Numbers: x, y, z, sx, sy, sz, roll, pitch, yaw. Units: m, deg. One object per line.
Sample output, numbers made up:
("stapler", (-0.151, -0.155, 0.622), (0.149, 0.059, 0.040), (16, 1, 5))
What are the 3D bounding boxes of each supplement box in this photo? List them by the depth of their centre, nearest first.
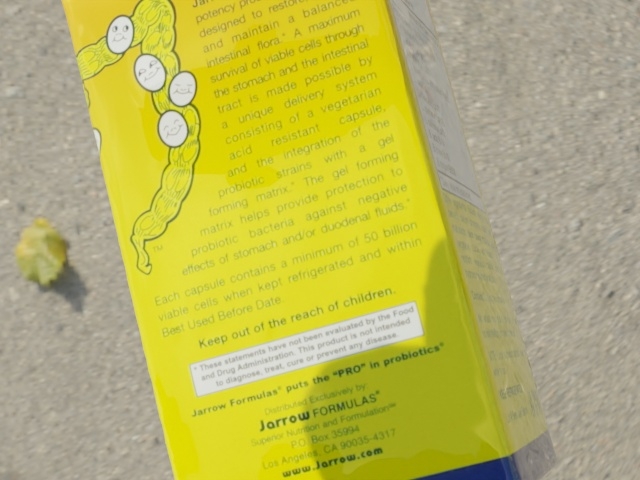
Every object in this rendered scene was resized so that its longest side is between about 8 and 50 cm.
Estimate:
("supplement box", (0.000, 0.000, 0.778), (0.195, 0.194, 0.357), (-17, 81, 15))
